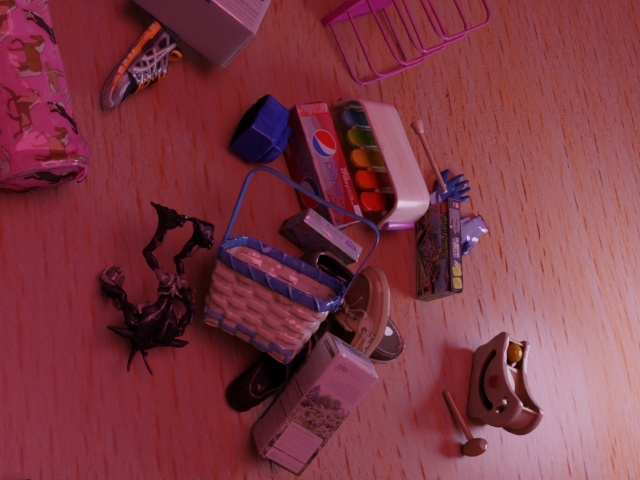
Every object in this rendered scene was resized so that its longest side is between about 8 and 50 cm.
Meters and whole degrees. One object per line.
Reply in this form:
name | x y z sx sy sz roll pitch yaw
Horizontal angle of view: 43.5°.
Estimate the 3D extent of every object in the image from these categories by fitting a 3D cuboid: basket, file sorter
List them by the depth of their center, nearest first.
basket | -0.068 0.044 1.413 0.255 0.289 0.201 30 17 5
file sorter | 0.191 -0.483 1.760 0.202 0.291 0.182 -27 95 -36

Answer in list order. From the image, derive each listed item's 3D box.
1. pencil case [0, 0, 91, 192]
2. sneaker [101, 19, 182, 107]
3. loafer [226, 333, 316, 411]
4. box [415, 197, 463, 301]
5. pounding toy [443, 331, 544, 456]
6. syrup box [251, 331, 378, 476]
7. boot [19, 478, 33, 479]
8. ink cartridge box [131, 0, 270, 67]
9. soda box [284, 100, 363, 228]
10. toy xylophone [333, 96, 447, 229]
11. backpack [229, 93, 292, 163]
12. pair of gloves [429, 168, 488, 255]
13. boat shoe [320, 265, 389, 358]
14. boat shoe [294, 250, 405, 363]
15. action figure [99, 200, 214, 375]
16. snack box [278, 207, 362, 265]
pencil case | -0.496 -0.265 1.314 0.160 0.167 0.386 1 73 -67
sneaker | -0.328 -0.317 1.488 0.083 0.084 0.214 42 56 -22
loafer | -0.075 0.236 1.490 0.080 0.078 0.220 52 55 -10
box | 0.258 0.021 1.757 0.036 0.114 0.206 12 69 -31
pounding toy | 0.371 0.323 1.716 0.155 0.154 0.269 25 63 -26
syrup box | -0.012 0.290 1.431 0.093 0.096 0.237 35 96 -21
boot | -0.543 0.269 1.182 0.264 0.096 0.280 4 66 -25
ink cartridge box | -0.204 -0.527 1.570 0.223 0.129 0.307 34 48 -22
soda box | -0.004 -0.146 1.644 0.083 0.092 0.263 -14 85 -36
toy xylophone | 0.155 -0.173 1.736 0.236 0.081 0.322 8 60 -44
backpack | -0.112 -0.220 1.596 0.101 0.098 0.120 38 46 -24
pair of gloves | 0.315 -0.067 1.880 0.159 0.023 0.198 -26 92 -38
boat shoe | 0.049 0.180 1.505 0.089 0.104 0.285 8 107 -31
boat shoe | 0.065 0.136 1.606 0.305 0.091 0.109 44 57 -15
action figure | -0.278 0.083 1.370 0.164 0.141 0.275 21 91 -36
snack box | 0.000 0.000 1.598 0.141 0.100 0.037 37 59 -19
